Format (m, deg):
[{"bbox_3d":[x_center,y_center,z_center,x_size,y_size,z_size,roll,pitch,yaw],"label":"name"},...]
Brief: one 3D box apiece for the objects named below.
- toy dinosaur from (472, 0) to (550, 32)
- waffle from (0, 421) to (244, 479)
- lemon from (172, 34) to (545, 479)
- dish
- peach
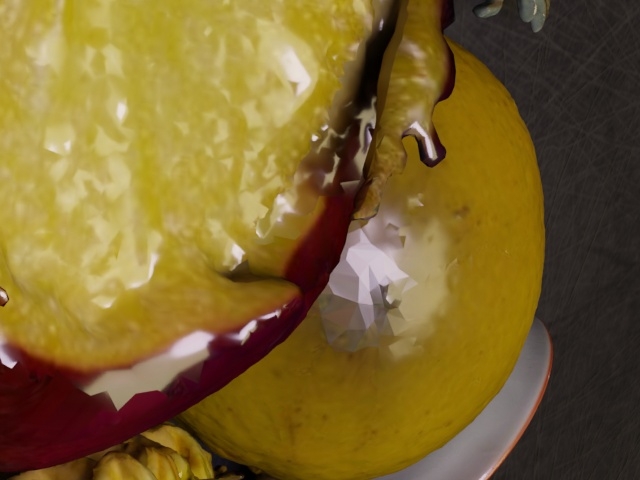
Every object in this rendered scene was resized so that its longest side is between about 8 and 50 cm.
[{"bbox_3d":[0.098,-0.293,1.348,0.205,0.092,0.393,-36,131,-38],"label":"toy dinosaur"},{"bbox_3d":[-0.188,0.151,1.014,0.329,0.329,0.062,-15,90,-49],"label":"waffle"},{"bbox_3d":[0.000,0.000,1.196,0.297,0.297,0.297,-27,127,-44],"label":"lemon"},{"bbox_3d":[0.036,0.116,1.375,0.085,0.260,0.260,48,64,-19],"label":"dish"},{"bbox_3d":[-0.132,-0.117,0.907,0.339,0.353,0.417,7,119,-46],"label":"peach"}]
